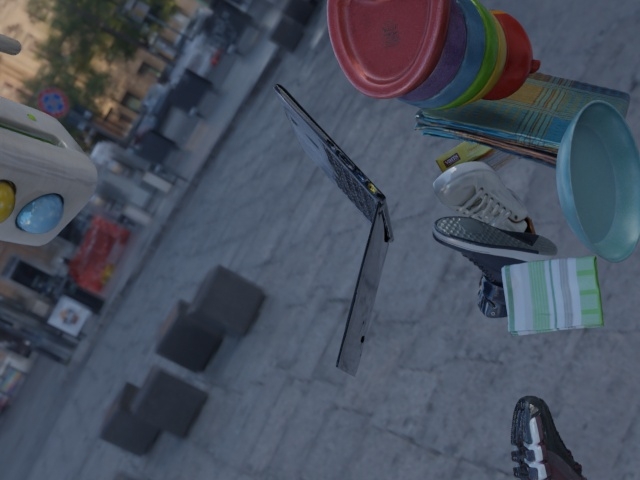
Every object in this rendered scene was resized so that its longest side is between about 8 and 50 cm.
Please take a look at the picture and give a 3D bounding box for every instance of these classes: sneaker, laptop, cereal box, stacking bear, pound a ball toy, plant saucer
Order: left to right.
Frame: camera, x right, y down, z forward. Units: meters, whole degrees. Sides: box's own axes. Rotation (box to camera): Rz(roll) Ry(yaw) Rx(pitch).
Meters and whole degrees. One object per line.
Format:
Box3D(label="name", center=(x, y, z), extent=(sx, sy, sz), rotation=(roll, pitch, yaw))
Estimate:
Box3D(label="pound a ball toy", center=(-0.339, -0.100, 0.962), extent=(0.208, 0.135, 0.319), rotation=(-44, -20, 11))
Box3D(label="laptop", center=(0.000, 0.000, 1.700), extent=(0.236, 0.408, 0.382), rotation=(-41, -12, -2))
Box3D(label="stacking bear", center=(0.170, -0.247, 1.256), extent=(0.175, 0.289, 0.164), rotation=(-7, 86, 42))
Box3D(label="sneaker", center=(0.279, 0.052, 1.705), extent=(0.086, 0.226, 0.163), rotation=(-94, 22, -54))
Box3D(label="cereal box", center=(0.339, -0.174, 1.916), extent=(0.173, 0.047, 0.240), rotation=(-33, -14, 20))
Box3D(label="sneaker", center=(0.324, -0.060, 1.831), extent=(0.106, 0.290, 0.123), rotation=(-44, 53, 22))
Box3D(label="sneaker", center=(0.351, 0.337, 1.294), extent=(0.106, 0.163, 0.281), rotation=(123, 138, -85))
Box3D(label="plant saucer", center=(0.203, -0.042, 0.717), extent=(0.021, 0.119, 0.119), rotation=(-7, 52, 43))

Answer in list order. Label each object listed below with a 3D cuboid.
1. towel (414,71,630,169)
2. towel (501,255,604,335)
Box3D(label="towel", center=(0.317, -0.192, 1.468), extent=(0.370, 0.272, 0.040), rotation=(-46, -31, -59))
Box3D(label="towel", center=(0.355, 0.085, 1.503), extent=(0.152, 0.023, 0.113), rotation=(-9, 85, 34))
